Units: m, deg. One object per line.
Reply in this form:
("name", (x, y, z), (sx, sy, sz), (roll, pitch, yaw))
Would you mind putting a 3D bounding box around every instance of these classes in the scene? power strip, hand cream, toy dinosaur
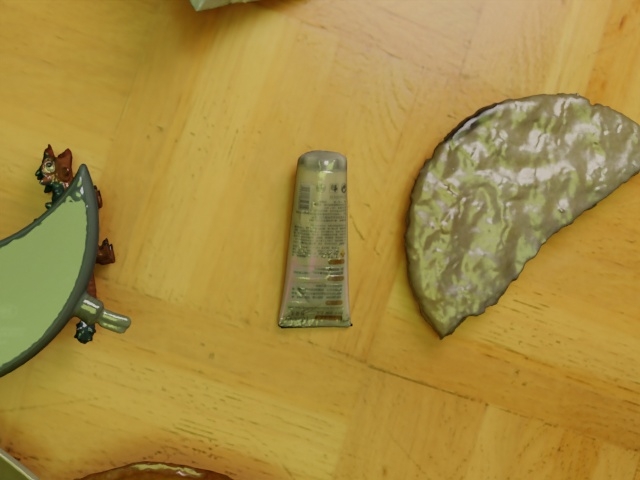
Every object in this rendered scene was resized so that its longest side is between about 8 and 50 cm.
("power strip", (-0.254, 0.021, 0.613), (0.253, 0.054, 0.167), (6, 88, -10))
("hand cream", (0.000, 0.000, 0.721), (0.061, 0.039, 0.143), (2, 97, -16))
("toy dinosaur", (-0.185, 0.001, 0.679), (0.055, 0.049, 0.154), (-9, 84, -12))

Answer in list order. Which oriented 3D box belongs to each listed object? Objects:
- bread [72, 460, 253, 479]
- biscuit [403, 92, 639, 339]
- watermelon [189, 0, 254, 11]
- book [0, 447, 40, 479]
("bread", (-0.104, 0.308, 0.619), (0.312, 0.172, 0.312), (0, 89, -7))
("biscuit", (0.155, -0.044, 0.745), (0.250, 0.032, 0.133), (-40, 95, -8))
("watermelon", (-0.020, -0.304, 0.659), (0.260, 0.176, 0.256), (-38, 116, 16))
("book", (-0.323, 0.194, 0.646), (0.168, 0.013, 0.192), (39, 96, -6))
